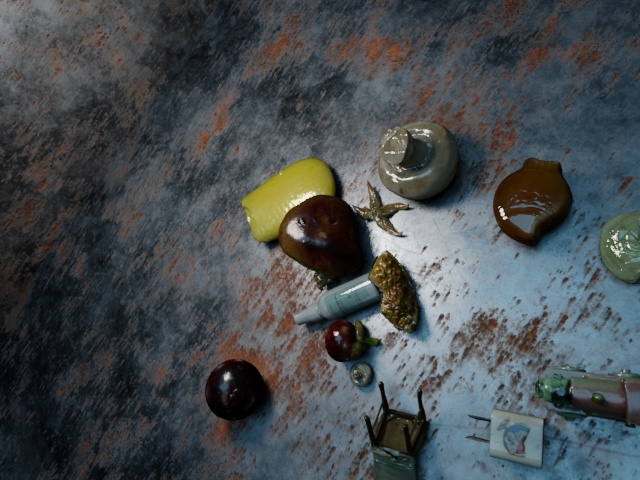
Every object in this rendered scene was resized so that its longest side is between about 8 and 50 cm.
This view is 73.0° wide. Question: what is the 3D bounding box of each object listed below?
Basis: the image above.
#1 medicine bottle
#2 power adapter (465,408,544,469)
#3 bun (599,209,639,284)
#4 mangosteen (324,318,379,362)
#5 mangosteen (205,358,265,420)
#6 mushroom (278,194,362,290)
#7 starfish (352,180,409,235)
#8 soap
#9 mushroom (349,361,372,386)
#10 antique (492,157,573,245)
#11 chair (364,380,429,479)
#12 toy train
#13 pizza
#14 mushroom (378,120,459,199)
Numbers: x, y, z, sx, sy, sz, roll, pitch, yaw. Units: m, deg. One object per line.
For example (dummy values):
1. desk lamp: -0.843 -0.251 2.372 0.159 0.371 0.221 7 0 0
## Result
1. medicine bottle: 0.060 0.234 1.612 0.352 0.110 0.110 -27 61 18
2. power adapter: 0.521 0.551 1.232 0.205 0.125 0.130 0 73 28
3. bun: 0.907 0.012 1.224 0.221 0.108 0.221 -10 67 26
4. mangosteen: 0.102 0.349 1.525 0.182 0.146 0.155 -10 65 26
5. mangosteen: -0.332 0.563 1.669 0.228 0.228 0.265 -65 16 -5
6. mushroom: 0.000 0.000 1.655 0.346 0.259 0.345 9 55 -12
7. starfish: 0.244 -0.118 1.679 0.247 0.050 0.138 35 90 27
8. soap: -0.129 -0.180 1.866 0.427 0.115 0.306 -27 58 17
9. mushroom: 0.134 0.465 1.505 0.085 0.079 0.085 -11 67 29
10. antique: 0.678 -0.121 1.387 0.224 0.129 0.278 11 78 32
11. chair: 0.245 0.628 1.360 0.160 0.319 0.186 2 29 28
12. toy train: 0.721 0.402 1.119 0.305 0.221 0.150 -3 73 29
13. pizza: 0.262 0.173 1.498 0.085 0.161 0.305 -40 58 50
14. mushroom: 0.338 -0.301 1.544 0.298 0.290 0.297 -10 69 26
